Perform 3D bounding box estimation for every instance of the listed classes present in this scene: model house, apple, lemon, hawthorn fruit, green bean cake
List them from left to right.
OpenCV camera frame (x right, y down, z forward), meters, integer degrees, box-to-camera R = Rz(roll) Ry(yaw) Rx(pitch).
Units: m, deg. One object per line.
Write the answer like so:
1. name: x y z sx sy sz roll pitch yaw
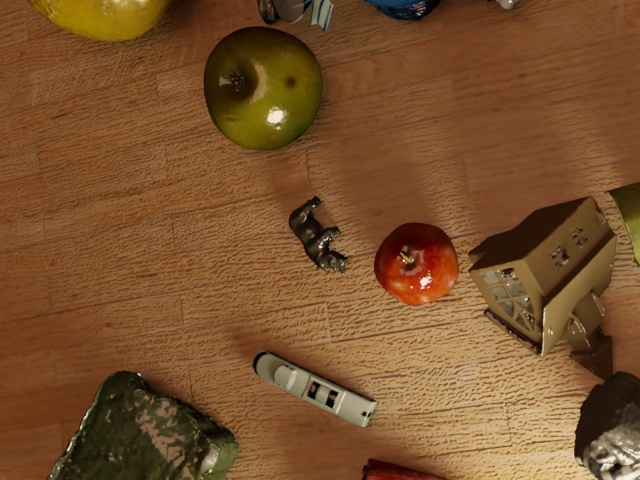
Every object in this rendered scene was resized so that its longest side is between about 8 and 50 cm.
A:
1. lemon: -0.357 -0.449 1.600 0.310 0.253 0.254 28 93 20
2. green bean cake: -0.277 0.356 1.530 0.241 0.132 0.255 27 91 20
3. apple: -0.093 -0.239 1.526 0.196 0.157 0.197 -1 88 27
4. hawthorn fruit: 0.139 0.039 1.428 0.125 0.140 0.125 1 112 2
5. model house: 0.326 0.097 1.355 0.176 0.180 0.248 -16 108 56

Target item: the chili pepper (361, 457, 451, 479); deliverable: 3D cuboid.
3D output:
1. chili pepper: 0.160 0.398 1.390 0.252 0.136 0.144 8 41 11

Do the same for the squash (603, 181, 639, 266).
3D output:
1. squash: 0.535 -0.045 1.314 0.287 0.137 0.137 -16 77 3

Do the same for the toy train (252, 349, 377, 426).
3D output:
1. toy train: -0.016 0.222 1.497 0.207 0.047 0.043 23 90 20

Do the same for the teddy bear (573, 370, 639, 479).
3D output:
1. teddy bear: 0.440 0.297 1.266 0.251 0.171 0.144 37 121 14

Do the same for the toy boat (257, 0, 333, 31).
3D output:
1. toy boat: -0.034 -0.431 1.496 0.070 0.291 0.210 2 103 -22

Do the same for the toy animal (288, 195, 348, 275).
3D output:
1. toy animal: 0.000 0.000 1.520 0.065 0.047 0.136 -39 74 17

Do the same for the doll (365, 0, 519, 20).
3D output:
1. doll: 0.149 -0.454 1.423 0.309 0.284 0.240 14 46 25
